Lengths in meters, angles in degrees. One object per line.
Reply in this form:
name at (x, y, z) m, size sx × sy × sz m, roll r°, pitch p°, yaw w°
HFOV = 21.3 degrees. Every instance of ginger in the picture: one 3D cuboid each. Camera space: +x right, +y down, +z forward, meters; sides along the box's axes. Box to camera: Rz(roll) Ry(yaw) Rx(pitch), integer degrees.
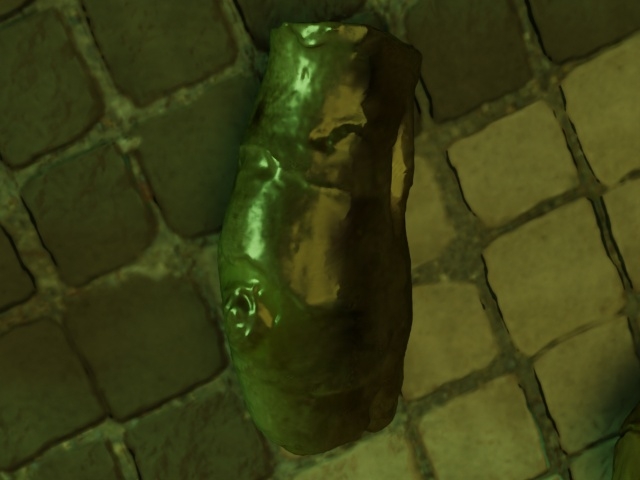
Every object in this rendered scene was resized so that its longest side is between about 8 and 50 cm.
ginger at (0.000, 0.000, 0.980) m, size 0.116 × 0.109 × 0.263 m, roll 6°, pitch 105°, yaw 1°

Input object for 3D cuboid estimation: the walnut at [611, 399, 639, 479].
walnut at (0.278, 0.154, 1.077) m, size 0.207 × 0.167 × 0.167 m, roll 21°, pitch 100°, yaw -22°
